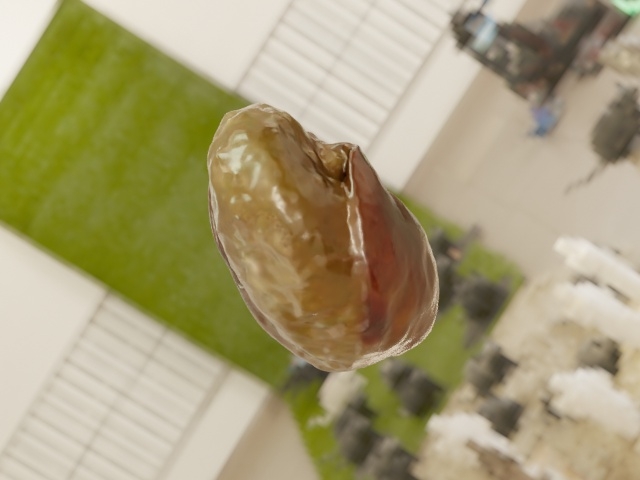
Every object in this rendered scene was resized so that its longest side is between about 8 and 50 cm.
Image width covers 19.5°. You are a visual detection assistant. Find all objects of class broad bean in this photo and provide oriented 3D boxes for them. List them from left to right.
[{"bbox_3d":[0.003,-0.002,1.288,0.122,0.228,0.156,-13,42,24],"label":"broad bean"}]
